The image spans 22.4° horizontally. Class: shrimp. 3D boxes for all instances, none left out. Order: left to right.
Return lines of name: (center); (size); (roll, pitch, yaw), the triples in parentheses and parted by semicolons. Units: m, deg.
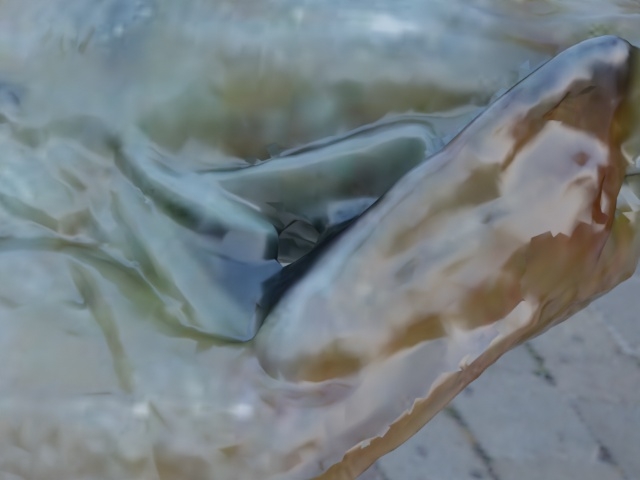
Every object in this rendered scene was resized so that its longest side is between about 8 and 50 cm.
shrimp: (0.000, 0.000, 0.360); (0.317, 0.077, 0.168); (6, 64, 15)
